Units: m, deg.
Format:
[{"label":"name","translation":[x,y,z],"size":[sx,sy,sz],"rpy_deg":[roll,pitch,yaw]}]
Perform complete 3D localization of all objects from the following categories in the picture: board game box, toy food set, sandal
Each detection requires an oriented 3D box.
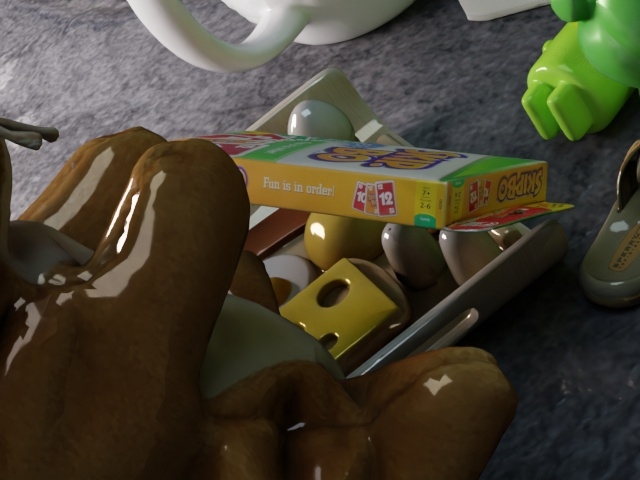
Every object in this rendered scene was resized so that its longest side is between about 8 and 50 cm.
[{"label":"board game box","translation":[0.017,-0.039,0.870],"size":[0.259,0.039,0.124],"rpy_deg":[12,15,34]},{"label":"toy food set","translation":[0.000,0.000,0.972],"size":[0.220,0.092,0.306],"rpy_deg":[-39,35,-6]},{"label":"sandal","translation":[0.213,-0.037,0.882],"size":[0.072,0.049,0.180],"rpy_deg":[10,54,44]}]

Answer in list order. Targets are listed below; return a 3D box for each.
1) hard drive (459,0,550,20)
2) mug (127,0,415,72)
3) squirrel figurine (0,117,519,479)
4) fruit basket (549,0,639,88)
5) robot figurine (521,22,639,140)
[{"label":"hard drive","translation":[0.237,-0.317,1.194],"size":[0.203,0.040,0.307],"rpy_deg":[-11,42,30]},{"label":"mug","translation":[-0.054,-0.306,1.166],"size":[0.276,0.328,0.374],"rpy_deg":[-3,47,37]},{"label":"squirrel figurine","translation":[-0.178,0.107,0.711],"size":[0.397,0.370,0.281],"rpy_deg":[-58,37,1]},{"label":"fruit basket","translation":[0.294,-0.209,0.742],"size":[0.283,0.392,0.392],"rpy_deg":[-5,45,35]},{"label":"robot figurine","translation":[0.190,-0.122,0.982],"size":[0.101,0.067,0.115],"rpy_deg":[7,52,53]}]
